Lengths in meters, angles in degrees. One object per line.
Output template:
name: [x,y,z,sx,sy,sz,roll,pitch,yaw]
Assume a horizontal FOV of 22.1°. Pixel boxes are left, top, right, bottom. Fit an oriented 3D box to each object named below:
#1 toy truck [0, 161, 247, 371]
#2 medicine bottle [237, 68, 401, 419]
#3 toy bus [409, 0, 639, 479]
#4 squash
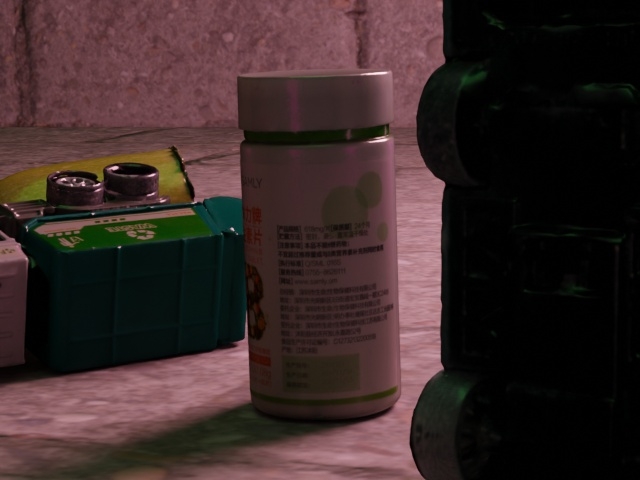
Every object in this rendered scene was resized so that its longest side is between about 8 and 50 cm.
toy truck: [-0.155,0.022,1.050,0.253,0.114,0.124,-8,21,-35]
medicine bottle: [0.000,0.000,0.891,0.086,0.183,0.086,-2,8,0]
toy bus: [0.121,0.000,0.630,0.128,0.256,0.147,5,7,35]
squash: [-0.177,0.000,1.175,0.187,0.123,0.123,-7,10,-18]
